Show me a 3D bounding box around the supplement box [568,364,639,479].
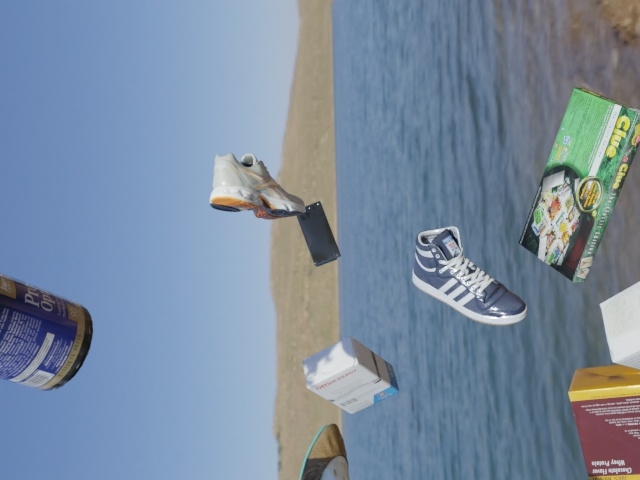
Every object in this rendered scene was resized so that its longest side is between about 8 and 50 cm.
[{"bbox_3d":[0.599,0.348,1.430,0.129,0.191,0.194,-24,-80,-63],"label":"supplement box"}]

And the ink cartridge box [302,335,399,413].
[{"bbox_3d":[0.071,0.313,1.721,0.190,0.139,0.082,41,-152,-42],"label":"ink cartridge box"}]

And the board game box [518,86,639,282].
[{"bbox_3d":[0.384,-0.083,1.107,0.136,0.030,0.260,-129,48,-56],"label":"board game box"}]

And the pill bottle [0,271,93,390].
[{"bbox_3d":[-0.401,0.100,0.908,0.219,0.122,0.123,33,-133,-45],"label":"pill bottle"}]

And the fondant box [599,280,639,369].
[{"bbox_3d":[0.583,0.111,0.983,0.238,0.330,0.096,-47,35,49],"label":"fondant box"}]

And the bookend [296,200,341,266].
[{"bbox_3d":[0.000,0.000,1.944,0.156,0.072,0.157,68,-179,-73],"label":"bookend"}]

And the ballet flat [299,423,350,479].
[{"bbox_3d":[-0.004,0.569,1.621,0.116,0.124,0.342,52,-122,-39],"label":"ballet flat"}]

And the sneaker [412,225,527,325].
[{"bbox_3d":[0.313,0.069,1.597,0.099,0.282,0.153,-34,-47,-35],"label":"sneaker"}]

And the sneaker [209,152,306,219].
[{"bbox_3d":[-0.119,-0.114,1.536,0.262,0.099,0.121,13,-108,-55],"label":"sneaker"}]
